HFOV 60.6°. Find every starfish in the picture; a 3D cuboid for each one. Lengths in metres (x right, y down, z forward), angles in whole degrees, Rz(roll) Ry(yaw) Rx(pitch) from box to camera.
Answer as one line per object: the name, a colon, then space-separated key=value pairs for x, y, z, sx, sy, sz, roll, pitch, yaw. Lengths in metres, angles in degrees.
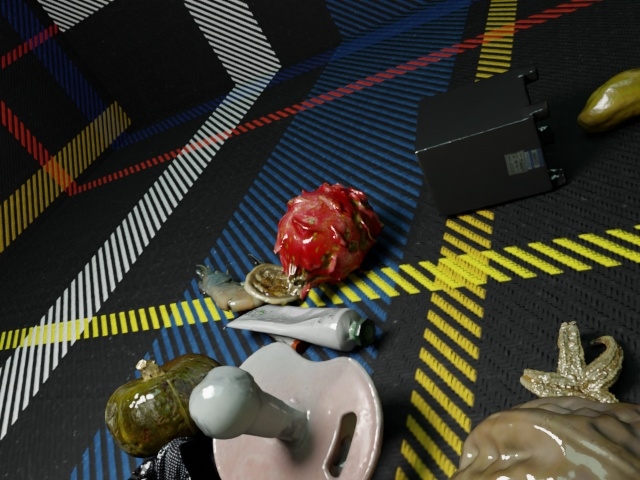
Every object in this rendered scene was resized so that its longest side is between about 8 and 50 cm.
starfish: x=0.321 y=0.192 z=0.700 sx=0.209 sy=0.053 sz=0.150 roll=-48 pitch=29 yaw=-21

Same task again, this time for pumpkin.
pumpkin: x=-0.284 y=0.284 z=0.986 sx=0.219 sy=0.162 sz=0.219 roll=-26 pitch=6 yaw=3

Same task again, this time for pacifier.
pacifier: x=-0.060 y=0.265 z=0.799 sx=0.332 sy=0.273 sz=0.220 roll=3 pitch=29 yaw=44

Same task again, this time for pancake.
pancake: x=-0.098 y=0.093 z=1.182 sx=0.140 sy=0.022 sz=0.139 roll=10 pitch=31 yaw=-6

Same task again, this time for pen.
pen: x=-0.106 y=0.182 z=1.133 sx=0.028 sy=0.028 sz=0.239 roll=-45 pitch=33 yaw=-20

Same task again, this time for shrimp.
shrimp: x=-0.190 y=0.087 z=1.285 sx=0.178 sy=0.075 sz=0.289 roll=-23 pitch=17 yaw=-24

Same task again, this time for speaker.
speaker: x=0.341 y=-0.203 z=1.121 sx=0.254 sy=0.184 sz=0.232 roll=-14 pitch=36 yaw=23

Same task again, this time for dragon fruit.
dragon fruit: x=0.000 y=0.000 z=1.139 sx=0.205 sy=0.210 sz=0.268 roll=-16 pitch=36 yaw=57

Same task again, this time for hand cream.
hand cream: x=-0.043 y=0.158 z=1.055 sx=0.336 sy=0.076 sz=0.121 roll=0 pitch=15 yaw=42

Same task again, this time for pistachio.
pistachio: x=0.597 y=-0.282 z=1.071 sx=0.189 sy=0.110 sz=0.100 roll=-18 pitch=66 yaw=23

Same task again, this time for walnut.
walnut: x=0.231 y=0.263 z=0.500 sx=0.273 sy=0.227 sz=0.273 roll=-56 pitch=7 yaw=11

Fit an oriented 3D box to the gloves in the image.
gloves: x=-0.256 y=0.412 z=0.875 sx=0.181 sy=0.129 sz=0.106 roll=-35 pitch=6 yaw=15
